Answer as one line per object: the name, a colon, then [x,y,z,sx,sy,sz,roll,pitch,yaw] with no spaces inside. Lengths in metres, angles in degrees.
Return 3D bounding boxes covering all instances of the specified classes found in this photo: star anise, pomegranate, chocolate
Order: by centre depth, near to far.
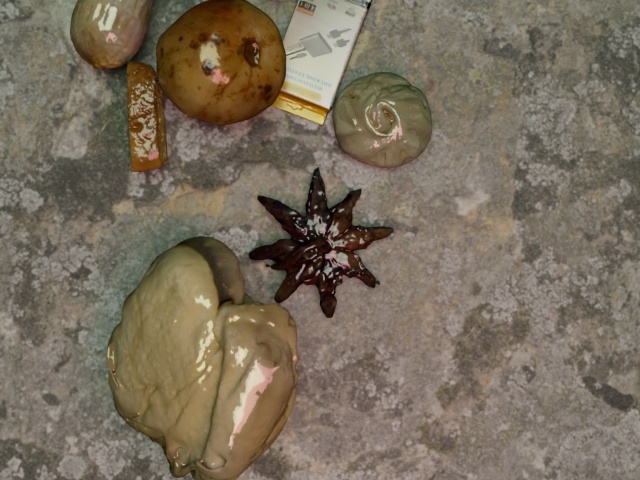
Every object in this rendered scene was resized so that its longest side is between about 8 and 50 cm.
pomegranate: [-0.170,-0.300,1.243,0.215,0.215,0.215,0,88,-4]
chocolate: [-0.335,-0.442,1.270,0.134,0.134,0.309,15,87,-3]
star anise: [0.000,0.000,1.290,0.271,0.102,0.272,1,86,-6]

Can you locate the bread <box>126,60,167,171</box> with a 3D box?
bread: [-0.301,-0.209,1.276,0.065,0.103,0.187,-5,86,-4]

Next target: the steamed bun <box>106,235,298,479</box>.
steamed bun: [-0.171,0.196,1.197,0.325,0.230,0.372,-51,60,17]

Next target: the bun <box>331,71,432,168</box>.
bun: [0.113,-0.219,1.306,0.183,0.102,0.183,0,85,-6]

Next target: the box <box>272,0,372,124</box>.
box: [-0.006,-0.345,1.336,0.129,0.033,0.247,20,86,-3]
